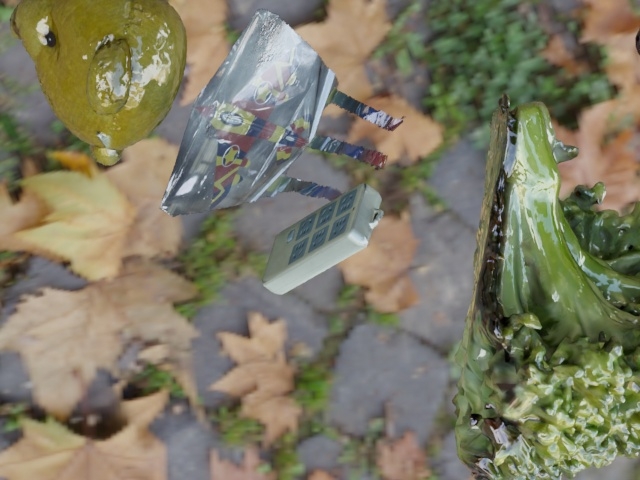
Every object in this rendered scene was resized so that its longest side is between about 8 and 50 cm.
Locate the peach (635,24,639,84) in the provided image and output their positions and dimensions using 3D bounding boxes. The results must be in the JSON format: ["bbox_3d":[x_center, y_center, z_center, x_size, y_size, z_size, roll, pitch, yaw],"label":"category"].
[{"bbox_3d":[0.318,-0.120,0.891,0.258,0.201,0.361,37,60,-21],"label":"peach"}]

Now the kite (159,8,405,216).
[{"bbox_3d":[-0.014,-0.066,1.207,0.141,0.015,0.245,-60,152,10],"label":"kite"}]

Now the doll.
[{"bbox_3d":[-0.119,-0.152,1.013,0.097,0.137,0.209,2,77,0],"label":"doll"}]

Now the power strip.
[{"bbox_3d":[0.000,0.000,1.035,0.016,0.090,0.040,37,48,-23],"label":"power strip"}]

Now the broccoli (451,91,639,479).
[{"bbox_3d":[0.189,0.040,1.251,0.180,0.242,0.273,7,108,0],"label":"broccoli"}]
